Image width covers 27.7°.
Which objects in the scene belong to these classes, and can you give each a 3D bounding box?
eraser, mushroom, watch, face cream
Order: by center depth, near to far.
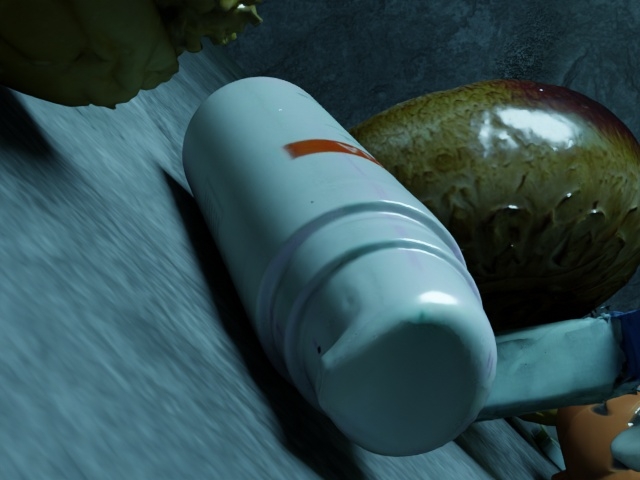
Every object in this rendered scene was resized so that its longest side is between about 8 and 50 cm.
[{"bbox_3d":[0.000,0.000,0.651,0.102,0.102,0.345,44,4,-24],"label":"face cream"},{"bbox_3d":[0.168,0.056,0.792,0.274,0.276,0.068,38,42,-70],"label":"watch"},{"bbox_3d":[0.109,-0.007,0.961,0.297,0.278,0.163,26,58,-51],"label":"mushroom"},{"bbox_3d":[0.267,0.237,1.499,0.038,0.019,0.083,47,4,-5],"label":"eraser"}]

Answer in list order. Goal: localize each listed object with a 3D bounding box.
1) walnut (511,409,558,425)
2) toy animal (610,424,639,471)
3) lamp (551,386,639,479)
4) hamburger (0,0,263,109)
[{"bbox_3d":[0.213,0.109,1.443,0.245,0.137,0.137,58,10,31],"label":"walnut"},{"bbox_3d":[0.264,0.161,0.744,0.174,0.289,0.249,42,-14,-23],"label":"toy animal"},{"bbox_3d":[0.281,0.195,1.143,0.187,0.164,0.187,-20,90,-81],"label":"lamp"},{"bbox_3d":[-0.156,-0.185,0.494,0.318,0.158,0.318,46,4,-4],"label":"hamburger"}]
